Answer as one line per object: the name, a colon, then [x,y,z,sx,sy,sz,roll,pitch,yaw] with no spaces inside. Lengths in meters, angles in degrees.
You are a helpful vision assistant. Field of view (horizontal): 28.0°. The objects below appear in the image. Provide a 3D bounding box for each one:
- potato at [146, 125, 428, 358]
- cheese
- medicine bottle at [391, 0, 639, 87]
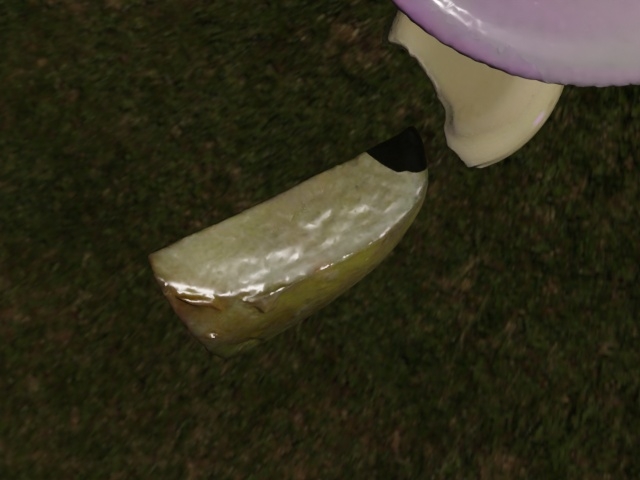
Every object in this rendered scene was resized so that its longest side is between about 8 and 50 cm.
potato: [0.000,0.000,1.186,0.255,0.269,0.112,-30,86,8]
cheese: [0.159,-0.192,1.056,0.163,0.071,0.249,44,107,17]
medicine bottle: [0.125,-0.235,0.565,0.219,0.388,0.219,5,122,8]
